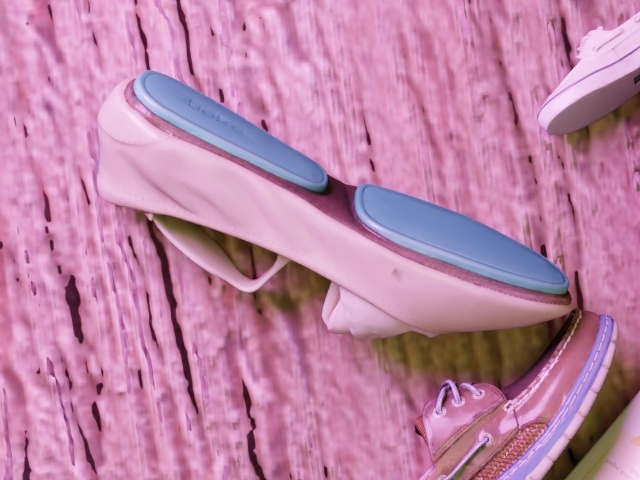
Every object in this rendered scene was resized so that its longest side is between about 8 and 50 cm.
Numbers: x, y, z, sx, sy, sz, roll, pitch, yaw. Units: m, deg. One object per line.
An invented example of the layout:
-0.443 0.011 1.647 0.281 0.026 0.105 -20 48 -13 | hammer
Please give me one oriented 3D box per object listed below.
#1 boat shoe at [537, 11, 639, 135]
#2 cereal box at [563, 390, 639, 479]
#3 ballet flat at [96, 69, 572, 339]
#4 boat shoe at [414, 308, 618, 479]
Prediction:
0.149 -0.093 0.787 0.100 0.035 0.035 -36 63 0 | boat shoe
0.172 0.181 0.725 0.240 0.047 0.173 -49 53 -2 | cereal box
0.000 0.000 0.758 0.248 0.086 0.086 26 87 0 | ballet flat
0.078 0.102 0.757 0.066 0.066 0.183 35 84 5 | boat shoe
